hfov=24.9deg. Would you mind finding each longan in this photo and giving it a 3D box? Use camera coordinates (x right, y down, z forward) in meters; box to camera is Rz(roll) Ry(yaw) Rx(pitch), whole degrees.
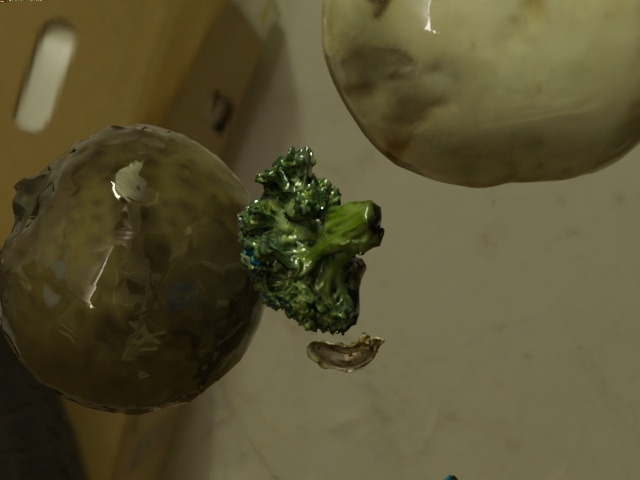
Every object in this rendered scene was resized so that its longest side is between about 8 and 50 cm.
[{"bbox_3d":[-0.254,0.043,1.932,0.391,0.391,0.391,14,7,-2],"label":"longan"}]

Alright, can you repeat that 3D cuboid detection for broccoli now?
[{"bbox_3d":[0.000,0.000,1.386,0.160,0.167,0.154,-12,-30,39],"label":"broccoli"}]

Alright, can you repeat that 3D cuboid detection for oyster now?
[{"bbox_3d":[0.031,0.131,1.856,0.083,0.081,0.038,27,34,-16],"label":"oyster"}]

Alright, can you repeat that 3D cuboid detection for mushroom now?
[{"bbox_3d":[0.145,-0.195,1.204,0.314,0.314,0.336,13,6,-13],"label":"mushroom"}]

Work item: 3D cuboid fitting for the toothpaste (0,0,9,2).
[{"bbox_3d":[-0.309,-0.301,1.480,0.071,0.045,0.193,-5,48,-2],"label":"toothpaste"}]

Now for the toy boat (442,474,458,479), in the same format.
[{"bbox_3d":[0.122,0.305,1.255,0.084,0.210,0.066,7,-25,-22],"label":"toy boat"}]
